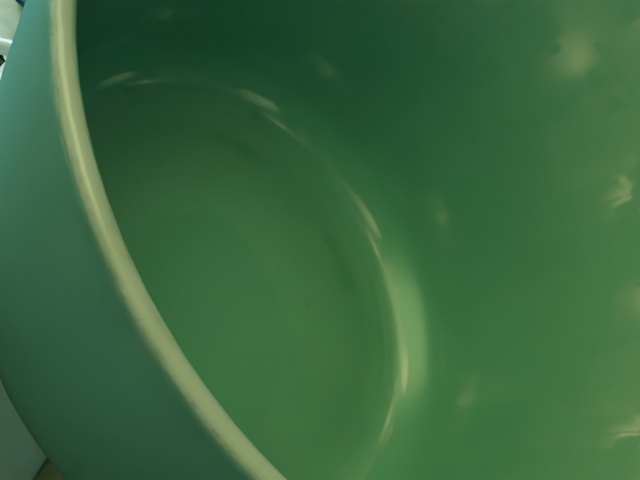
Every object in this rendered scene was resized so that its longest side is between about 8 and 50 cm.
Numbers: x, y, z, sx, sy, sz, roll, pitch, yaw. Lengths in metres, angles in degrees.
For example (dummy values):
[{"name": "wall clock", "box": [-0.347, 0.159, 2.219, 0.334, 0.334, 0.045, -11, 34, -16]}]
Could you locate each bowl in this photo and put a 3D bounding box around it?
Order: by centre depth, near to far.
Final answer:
[{"name": "bowl", "box": [0.000, 0.000, 0.625, 0.311, 0.163, 0.311, 20, 56, -33]}]

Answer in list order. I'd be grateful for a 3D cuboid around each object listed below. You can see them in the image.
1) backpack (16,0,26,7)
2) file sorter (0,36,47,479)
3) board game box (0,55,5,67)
[{"name": "backpack", "box": [-0.101, -0.257, 1.010, 0.225, 0.191, 0.253, -5, 52, -17]}, {"name": "file sorter", "box": [-0.222, 0.051, 0.674, 0.173, 0.193, 0.278, 16, 44, 14]}, {"name": "board game box", "box": [-0.250, -0.156, 0.910, 0.060, 0.194, 0.194, -34, 49, 6]}]
